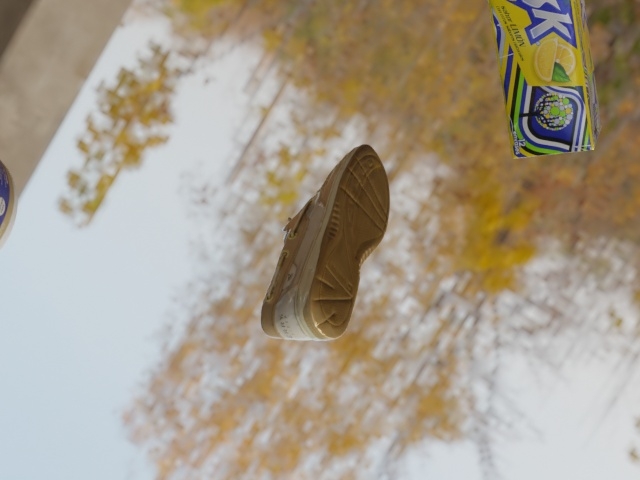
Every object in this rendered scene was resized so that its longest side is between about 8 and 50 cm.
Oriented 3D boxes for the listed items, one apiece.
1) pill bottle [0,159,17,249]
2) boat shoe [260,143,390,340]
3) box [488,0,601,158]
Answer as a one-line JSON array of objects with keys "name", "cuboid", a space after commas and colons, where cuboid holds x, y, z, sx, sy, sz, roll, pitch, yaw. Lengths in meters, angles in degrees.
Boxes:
[{"name": "pill bottle", "cuboid": [-0.291, -0.054, 1.152, 0.112, 0.112, 0.186, 35, 169, 28]}, {"name": "boat shoe", "cuboid": [0.000, 0.000, 1.157, 0.063, 0.059, 0.170, 57, -143, -31]}, {"name": "box", "cuboid": [0.138, -0.141, 1.070, 0.054, 0.169, 0.059, -6, -164, 17]}]
